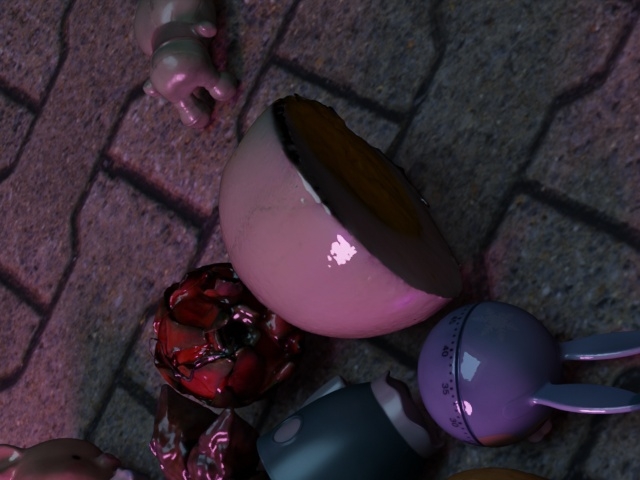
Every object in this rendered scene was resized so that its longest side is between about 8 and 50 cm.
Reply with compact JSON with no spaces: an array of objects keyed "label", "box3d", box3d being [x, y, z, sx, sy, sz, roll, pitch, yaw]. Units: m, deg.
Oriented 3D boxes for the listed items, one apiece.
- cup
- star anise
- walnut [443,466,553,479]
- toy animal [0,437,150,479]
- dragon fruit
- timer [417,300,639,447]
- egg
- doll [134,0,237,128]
[{"label":"cup","box3d":[0.044,0.243,1.813,0.173,0.167,0.300,-37,27,7]},{"label":"star anise","box3d":[-0.129,0.317,1.924,0.315,0.108,0.315,28,131,37]},{"label":"walnut","box3d":[0.191,0.318,1.650,0.206,0.159,0.159,8,81,39]},{"label":"toy animal","box3d":[-0.315,0.374,2.076,0.213,0.195,0.256,-27,56,25]},{"label":"dragon fruit","box3d":[-0.112,0.114,1.953,0.193,0.192,0.274,-59,3,2]},{"label":"timer","box3d":[0.230,0.157,1.696,0.255,0.175,0.175,15,86,15]},{"label":"egg","box3d":[0.000,0.000,1.814,0.201,0.337,0.337,-43,51,19]},{"label":"doll","box3d":[-0.204,-0.298,2.256,0.155,0.113,0.275,-37,54,32]}]
